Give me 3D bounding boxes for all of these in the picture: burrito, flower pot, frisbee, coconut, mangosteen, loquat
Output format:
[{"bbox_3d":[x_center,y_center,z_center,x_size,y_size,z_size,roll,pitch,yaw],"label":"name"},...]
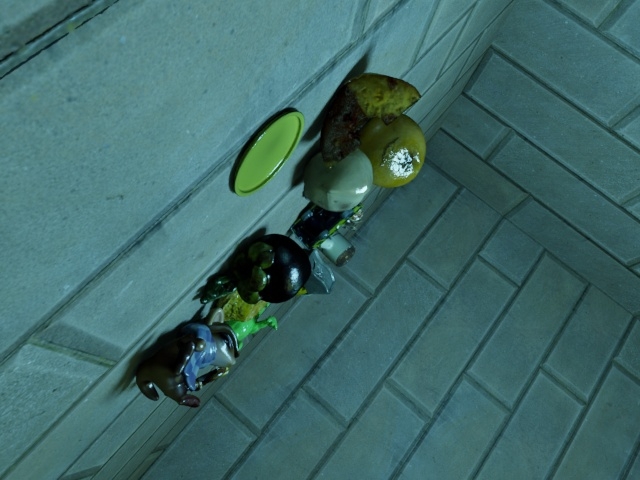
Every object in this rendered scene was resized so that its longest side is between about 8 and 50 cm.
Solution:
[{"bbox_3d":[0.107,-0.122,1.991,0.348,0.174,0.107,73,40,-80],"label":"burrito"},{"bbox_3d":[-0.034,0.121,1.826,0.229,0.108,0.103,57,44,-42],"label":"flower pot"},{"bbox_3d":[-0.117,-0.196,1.030,0.236,0.017,0.236,-49,171,-10],"label":"frisbee"},{"bbox_3d":[0.049,-0.182,1.353,0.224,0.224,0.224,-49,171,-10],"label":"coconut"},{"bbox_3d":[-0.154,0.091,1.420,0.243,0.243,0.243,-49,171,-10],"label":"mangosteen"},{"bbox_3d":[0.243,-0.318,1.601,0.263,0.263,0.263,-49,171,-10],"label":"loquat"}]

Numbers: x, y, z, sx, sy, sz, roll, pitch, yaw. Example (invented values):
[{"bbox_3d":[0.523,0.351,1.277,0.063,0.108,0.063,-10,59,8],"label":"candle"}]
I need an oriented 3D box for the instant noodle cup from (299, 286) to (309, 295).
[{"bbox_3d":[-0.121,0.153,1.958,0.216,0.215,0.236,-53,162,18],"label":"instant noodle cup"}]

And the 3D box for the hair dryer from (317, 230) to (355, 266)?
[{"bbox_3d":[0.000,0.000,2.034,0.128,0.203,0.362,-52,153,11],"label":"hair dryer"}]

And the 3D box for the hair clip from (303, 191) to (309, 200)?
[{"bbox_3d":[0.053,-0.229,1.596,0.300,0.069,0.173,-42,170,-44],"label":"hair clip"}]

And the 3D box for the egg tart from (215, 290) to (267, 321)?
[{"bbox_3d":[-0.256,0.200,1.639,0.294,0.123,0.294,-50,170,-12],"label":"egg tart"}]

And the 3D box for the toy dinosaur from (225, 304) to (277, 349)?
[{"bbox_3d":[-0.346,0.344,1.898,0.374,0.144,0.500,-30,-170,2],"label":"toy dinosaur"}]

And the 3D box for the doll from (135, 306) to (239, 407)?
[{"bbox_3d":[-0.385,0.370,1.402,0.318,0.209,0.339,-51,174,26],"label":"doll"}]

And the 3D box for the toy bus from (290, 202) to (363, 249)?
[{"bbox_3d":[0.027,-0.090,1.736,0.262,0.128,0.150,-42,172,13],"label":"toy bus"}]

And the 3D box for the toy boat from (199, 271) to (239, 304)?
[{"bbox_3d":[-0.300,0.142,1.400,0.104,0.052,0.210,-55,170,10],"label":"toy boat"}]

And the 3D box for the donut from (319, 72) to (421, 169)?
[{"bbox_3d":[0.093,-0.330,1.186,0.295,0.151,0.112,-39,-174,5],"label":"donut"}]
